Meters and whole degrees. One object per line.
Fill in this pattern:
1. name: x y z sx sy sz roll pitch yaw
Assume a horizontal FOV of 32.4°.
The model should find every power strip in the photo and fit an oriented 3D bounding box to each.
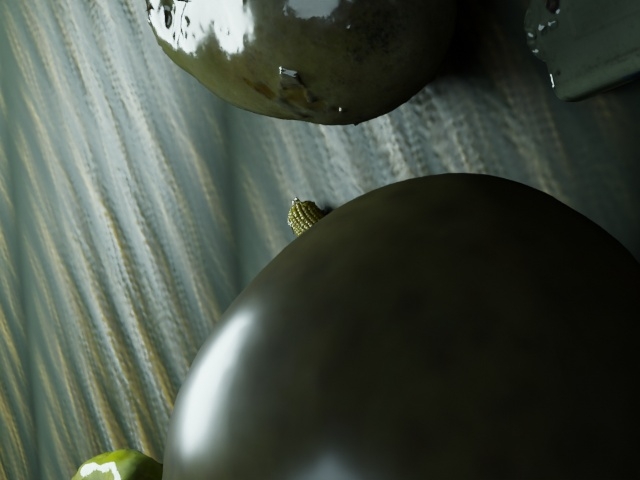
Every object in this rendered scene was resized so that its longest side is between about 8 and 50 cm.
1. power strip: 0.223 -0.156 0.591 0.268 0.034 0.092 -20 81 47

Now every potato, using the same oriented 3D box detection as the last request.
1. potato: -0.018 -0.163 0.770 0.262 0.165 0.165 32 119 44

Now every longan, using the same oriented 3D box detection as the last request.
1. longan: 0.066 0.123 0.609 0.319 0.319 0.319 9 102 46

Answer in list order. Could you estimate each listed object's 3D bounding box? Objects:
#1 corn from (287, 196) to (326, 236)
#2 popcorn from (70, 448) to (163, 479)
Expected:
1. corn: 0.000 0.000 0.864 0.027 0.028 0.083 -47 66 34
2. popcorn: -0.143 0.371 0.937 0.334 0.293 0.292 41 88 3
